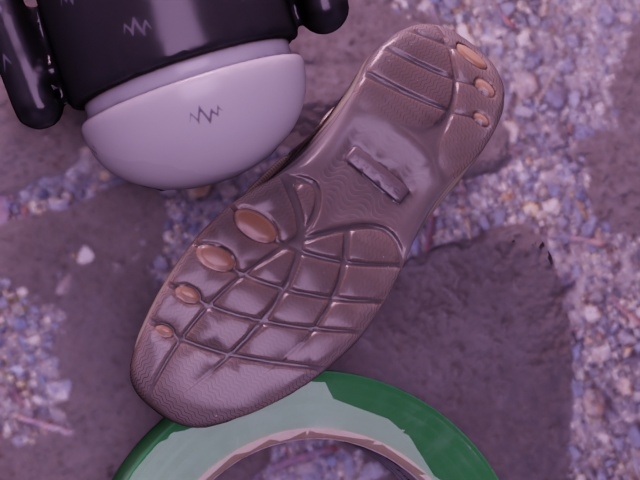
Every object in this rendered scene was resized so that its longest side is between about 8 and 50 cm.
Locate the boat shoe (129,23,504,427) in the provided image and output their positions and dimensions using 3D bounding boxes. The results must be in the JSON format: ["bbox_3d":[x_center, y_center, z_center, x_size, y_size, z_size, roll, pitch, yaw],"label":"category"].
[{"bbox_3d":[0.000,0.000,1.194,0.132,0.130,0.355,44,72,0],"label":"boat shoe"}]

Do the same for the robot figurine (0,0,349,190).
[{"bbox_3d":[-0.113,-0.174,1.167,0.174,0.209,0.278,-18,89,-50],"label":"robot figurine"}]

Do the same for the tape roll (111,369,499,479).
[{"bbox_3d":[-0.011,0.255,1.206,0.321,0.077,0.321,1,87,-13],"label":"tape roll"}]
